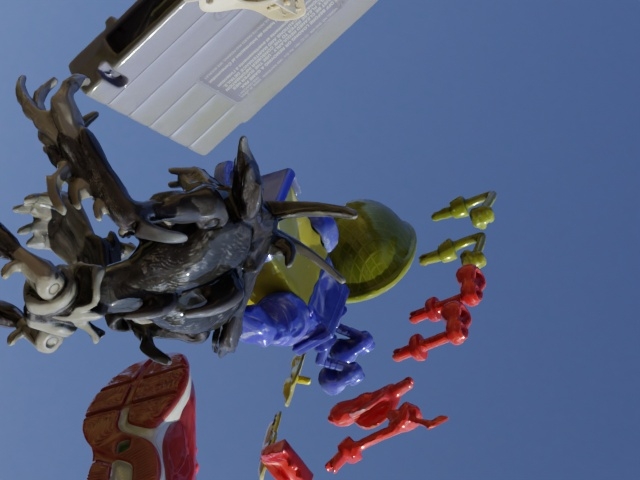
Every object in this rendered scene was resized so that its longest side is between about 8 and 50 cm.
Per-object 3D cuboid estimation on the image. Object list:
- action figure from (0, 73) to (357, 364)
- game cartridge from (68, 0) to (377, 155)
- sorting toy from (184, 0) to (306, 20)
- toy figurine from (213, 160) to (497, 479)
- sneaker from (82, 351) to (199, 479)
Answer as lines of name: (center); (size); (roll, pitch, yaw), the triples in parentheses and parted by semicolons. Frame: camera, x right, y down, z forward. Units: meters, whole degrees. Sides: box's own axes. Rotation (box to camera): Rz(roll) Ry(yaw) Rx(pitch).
action figure: (-0.127, -0.004, 0.898); (0.164, 0.275, 0.141); (106, -35, -49)
game cartridge: (-0.059, -0.244, 1.753); (0.355, 0.230, 0.068); (-41, -115, 13)
sorting toy: (-0.058, -0.180, 1.263); (0.075, 0.083, 0.045); (-13, -94, 12)
toy figurine: (0.000, 0.000, 1.431); (0.191, 0.217, 0.362); (-23, -154, 30)
sneaker: (-0.124, 0.190, 1.349); (0.087, 0.128, 0.221); (-15, -153, 15)
